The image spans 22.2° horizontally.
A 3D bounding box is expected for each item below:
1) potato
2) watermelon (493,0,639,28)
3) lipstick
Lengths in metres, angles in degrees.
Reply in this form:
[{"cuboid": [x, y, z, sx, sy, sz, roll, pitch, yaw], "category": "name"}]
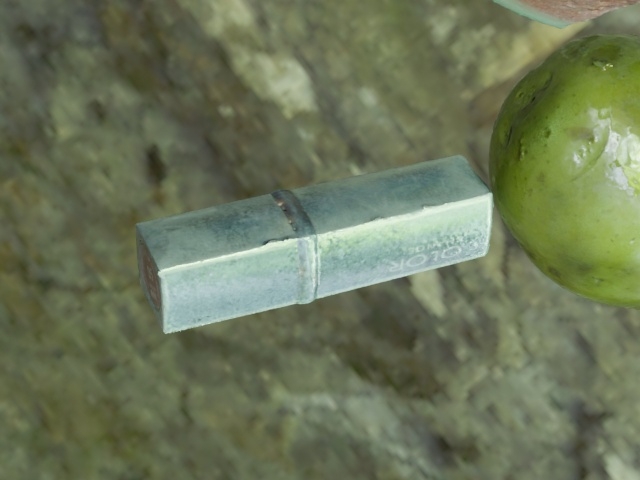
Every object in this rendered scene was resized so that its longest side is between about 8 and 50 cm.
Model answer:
[{"cuboid": [0.265, -0.053, 1.402, 0.216, 0.216, 0.304, 48, 13, 33], "category": "potato"}, {"cuboid": [0.093, -0.104, 0.561, 0.072, 0.084, 0.092, -103, -166, -45], "category": "watermelon"}, {"cuboid": [0.000, 0.000, 1.319, 0.076, 0.290, 0.077, -122, -154, -49], "category": "lipstick"}]
